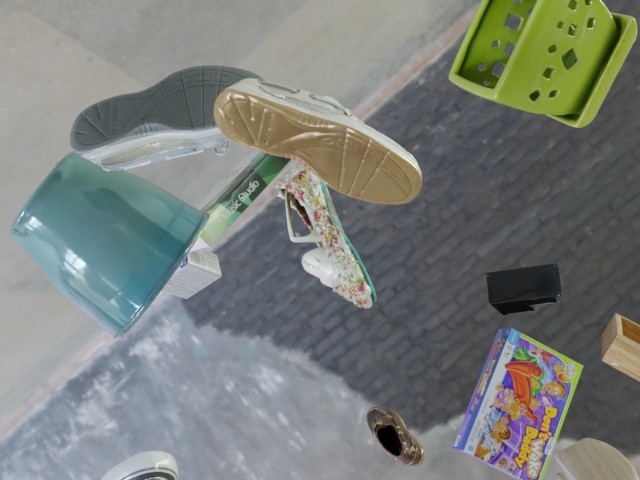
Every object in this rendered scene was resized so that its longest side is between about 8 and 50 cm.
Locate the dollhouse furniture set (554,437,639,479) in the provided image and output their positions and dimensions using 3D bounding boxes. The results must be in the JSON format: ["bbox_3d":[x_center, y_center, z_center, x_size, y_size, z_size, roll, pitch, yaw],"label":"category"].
[{"bbox_3d":[0.446,0.262,0.881,0.303,0.198,0.286,-28,-175,1],"label":"dollhouse furniture set"}]

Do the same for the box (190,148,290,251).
[{"bbox_3d":[-0.200,-0.104,1.763,0.322,0.058,0.232,-51,-163,-23],"label":"box"}]

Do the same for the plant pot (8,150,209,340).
[{"bbox_3d":[-0.374,-0.011,1.347,0.271,0.255,0.271,-50,-168,15],"label":"plant pot"}]

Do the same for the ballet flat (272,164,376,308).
[{"bbox_3d":[0.000,0.000,1.093,0.077,0.241,0.091,-20,152,-8],"label":"ballet flat"}]

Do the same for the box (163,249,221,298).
[{"bbox_3d":[-0.353,0.080,2.047,0.137,0.072,0.126,-32,145,25],"label":"box"}]

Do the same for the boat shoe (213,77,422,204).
[{"bbox_3d":[0.008,-0.140,0.993,0.098,0.277,0.096,-65,179,41],"label":"boat shoe"}]

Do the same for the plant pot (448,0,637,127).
[{"bbox_3d":[0.387,-0.328,1.348,0.227,0.207,0.228,-118,-131,-67],"label":"plant pot"}]

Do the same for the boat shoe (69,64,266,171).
[{"bbox_3d":[-0.215,-0.172,1.171,0.320,0.118,0.103,-14,152,15],"label":"boat shoe"}]

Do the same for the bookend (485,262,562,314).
[{"bbox_3d":[0.463,0.111,1.736,0.157,0.072,0.156,-9,162,23],"label":"bookend"}]

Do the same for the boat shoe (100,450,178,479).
[{"bbox_3d":[-0.213,0.312,0.805,0.080,0.076,0.228,23,117,-38],"label":"boat shoe"}]

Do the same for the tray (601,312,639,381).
[{"bbox_3d":[0.796,0.303,1.643,0.076,0.411,0.203,-66,166,16],"label":"tray"}]

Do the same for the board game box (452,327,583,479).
[{"bbox_3d":[0.524,0.439,2.071,0.347,0.233,0.078,-65,-171,-14],"label":"board game box"}]

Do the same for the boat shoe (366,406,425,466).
[{"bbox_3d":[0.159,0.441,1.797,0.073,0.207,0.073,22,96,-32],"label":"boat shoe"}]
